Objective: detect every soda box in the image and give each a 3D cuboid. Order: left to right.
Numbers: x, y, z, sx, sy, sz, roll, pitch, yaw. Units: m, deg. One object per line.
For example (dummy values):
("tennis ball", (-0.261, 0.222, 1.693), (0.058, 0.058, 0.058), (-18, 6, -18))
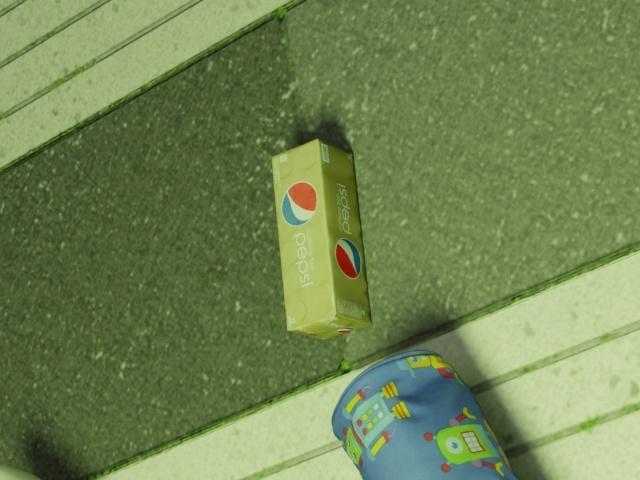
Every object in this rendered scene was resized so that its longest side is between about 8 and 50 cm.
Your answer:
("soda box", (0.000, 0.000, 1.707), (0.061, 0.058, 0.181), (-19, 66, 34))

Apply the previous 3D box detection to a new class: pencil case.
("pencil case", (0.129, 0.233, 1.497), (0.306, 0.133, 0.119), (56, 150, 35))

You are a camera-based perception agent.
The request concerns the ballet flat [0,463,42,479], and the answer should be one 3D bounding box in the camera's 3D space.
("ballet flat", (-0.209, 0.382, 1.742), (0.139, 0.139, 0.400), (-37, 61, 26))
